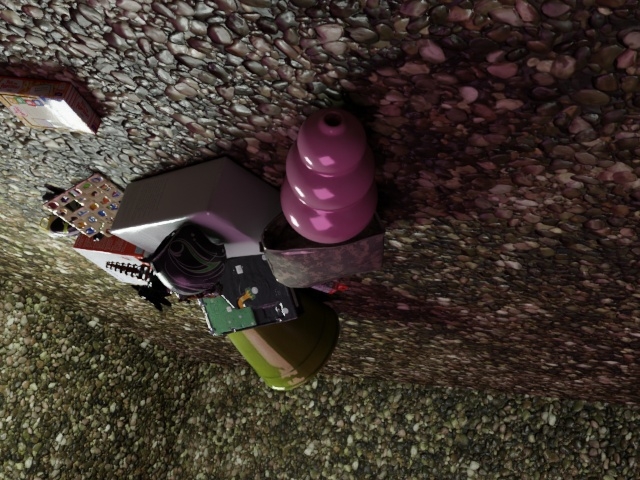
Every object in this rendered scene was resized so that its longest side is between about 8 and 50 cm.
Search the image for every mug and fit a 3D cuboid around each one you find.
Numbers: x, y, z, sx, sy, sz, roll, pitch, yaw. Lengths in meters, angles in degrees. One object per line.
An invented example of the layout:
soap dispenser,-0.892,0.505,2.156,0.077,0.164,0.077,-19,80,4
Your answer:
mug,-0.939,-0.047,2.326,0.078,0.064,0.062,7,158,20

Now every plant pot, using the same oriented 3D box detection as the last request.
plant pot,-0.181,0.282,2.342,0.366,0.367,0.353,-7,138,44

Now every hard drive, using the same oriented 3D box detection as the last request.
hard drive,-0.235,0.160,2.083,0.338,0.237,0.064,-17,-175,26

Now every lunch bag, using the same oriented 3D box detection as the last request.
lunch bag,0.000,0.000,1.590,0.286,0.169,0.235,-15,157,-2

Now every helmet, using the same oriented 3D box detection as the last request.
helmet,-0.314,0.051,1.612,0.161,0.169,0.169,41,151,-17

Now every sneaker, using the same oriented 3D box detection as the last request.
sneaker,-0.723,-0.088,2.012,0.234,0.084,0.097,-18,143,-1
sneaker,-0.781,-0.070,2.108,0.234,0.106,0.078,30,153,-34

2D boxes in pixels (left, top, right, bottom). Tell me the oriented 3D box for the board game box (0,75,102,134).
board game box,-0.620,-0.305,1.499,0.193,0.045,0.147,9,158,14

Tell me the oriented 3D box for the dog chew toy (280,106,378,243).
dog chew toy,0.019,-0.136,1.322,0.206,0.207,0.332,12,151,6

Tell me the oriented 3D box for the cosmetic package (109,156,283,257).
cosmetic package,-0.329,-0.066,1.749,0.453,0.162,0.230,-6,151,43

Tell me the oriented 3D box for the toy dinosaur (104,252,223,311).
toy dinosaur,-0.444,0.117,1.879,0.321,0.164,0.218,-7,177,-5

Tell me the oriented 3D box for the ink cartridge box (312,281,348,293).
ink cartridge box,0.033,0.160,2.265,0.115,0.029,0.063,20,158,-12

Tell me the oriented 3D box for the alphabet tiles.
alphabet tiles,-0.657,-0.092,1.955,0.198,0.009,0.237,-28,144,11

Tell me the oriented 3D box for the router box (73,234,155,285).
router box,-0.685,0.076,2.443,0.301,0.082,0.335,6,157,20
